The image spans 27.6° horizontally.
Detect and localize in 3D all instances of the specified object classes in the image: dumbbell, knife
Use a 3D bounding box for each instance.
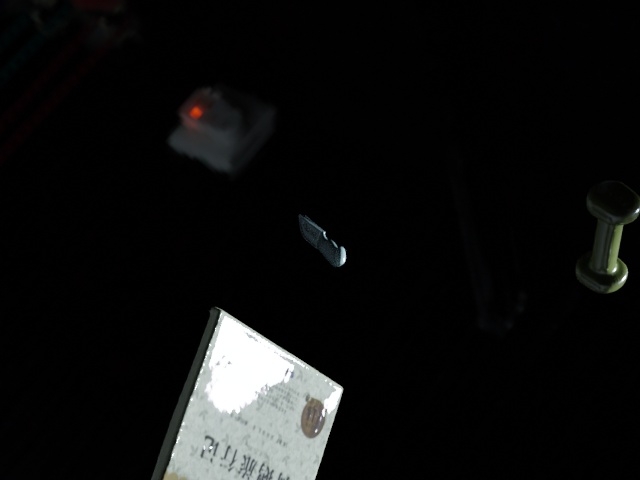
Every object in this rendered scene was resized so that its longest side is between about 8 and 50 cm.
[{"bbox_3d":[0.275,-0.003,1.248,0.052,0.046,0.118,41,-30,33],"label":"dumbbell"},{"bbox_3d":[0.001,0.000,1.612,0.210,0.015,0.028,-138,-136,-72],"label":"knife"}]

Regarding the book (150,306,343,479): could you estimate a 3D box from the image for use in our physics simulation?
[{"bbox_3d":[-0.084,0.246,1.232,0.021,0.310,0.217,4,-23,37],"label":"book"}]
